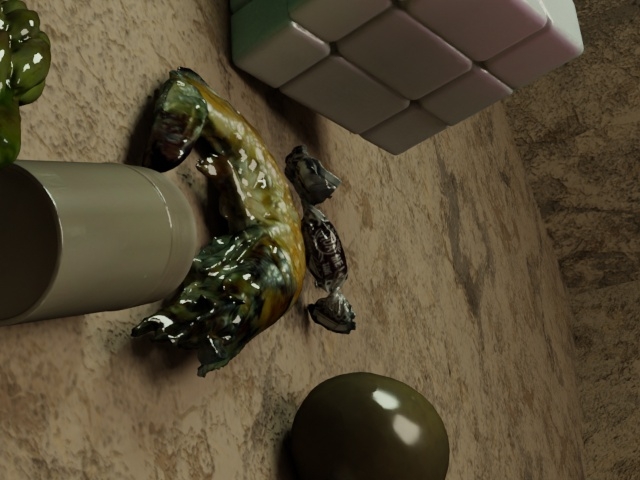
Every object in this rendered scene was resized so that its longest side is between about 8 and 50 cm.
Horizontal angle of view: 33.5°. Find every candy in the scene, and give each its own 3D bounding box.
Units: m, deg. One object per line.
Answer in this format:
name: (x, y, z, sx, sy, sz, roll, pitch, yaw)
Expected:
candy: (-0.001, 0.000, 1.241, 0.094, 0.051, 0.226, 10, -67, 65)

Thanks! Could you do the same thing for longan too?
longan: (0.053, 0.225, 1.127, 0.189, 0.189, 0.189, -15, 90, -71)

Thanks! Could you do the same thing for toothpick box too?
toothpick box: (-0.173, -0.001, 0.743, 0.181, 0.111, 0.111, -5, 80, -70)

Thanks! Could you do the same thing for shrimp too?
shrimp: (-0.100, -0.022, 1.011, 0.445, 0.085, 0.272, -65, 134, -67)

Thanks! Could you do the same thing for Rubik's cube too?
Rubik's cube: (0.097, -0.349, 1.340, 0.319, 0.316, 0.321, 25, 49, -40)

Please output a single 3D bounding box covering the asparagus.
asparagus: (-0.207, -0.091, 0.645, 0.287, 0.080, 0.080, -96, 162, -60)
